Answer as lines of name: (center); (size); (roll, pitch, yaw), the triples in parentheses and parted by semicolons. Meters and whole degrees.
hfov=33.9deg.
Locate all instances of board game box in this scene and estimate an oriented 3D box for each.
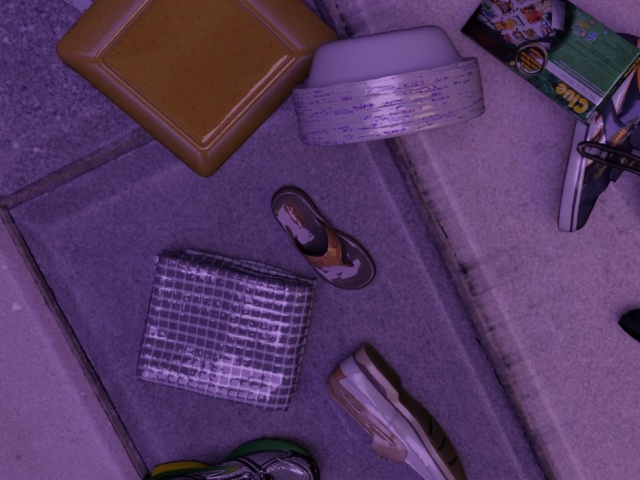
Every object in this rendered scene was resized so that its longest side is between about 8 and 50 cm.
board game box: (0.350, -0.303, 1.606); (0.260, 0.030, 0.136); (44, 103, 25)

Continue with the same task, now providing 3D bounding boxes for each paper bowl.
paper bowl: (0.098, -0.238, 1.576); (0.284, 0.284, 0.148); (-7, 100, 8)

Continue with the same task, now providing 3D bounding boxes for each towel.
towel: (-0.165, 0.149, 1.772); (0.284, 0.121, 0.234); (11, 102, 4)

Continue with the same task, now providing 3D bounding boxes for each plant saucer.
plant saucer: (-0.193, -0.299, 1.655); (0.333, 0.081, 0.333); (41, 104, -20)

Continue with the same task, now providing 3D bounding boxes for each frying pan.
frying pan: (0.551, -0.117, 1.598); (0.326, 0.053, 0.197); (37, 95, -33)

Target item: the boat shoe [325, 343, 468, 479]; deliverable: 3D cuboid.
boat shoe: (0.131, 0.322, 1.785); (0.103, 0.113, 0.302); (-39, 85, 14)

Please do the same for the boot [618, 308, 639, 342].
boot: (0.636, 0.110, 1.688); (0.247, 0.094, 0.207); (27, 83, 26)

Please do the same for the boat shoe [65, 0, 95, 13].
boat shoe: (-0.348, -0.388, 1.713); (0.226, 0.083, 0.076); (37, 131, -2)

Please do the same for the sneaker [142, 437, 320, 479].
sneaker: (-0.164, 0.446, 1.821); (0.344, 0.146, 0.134); (-16, 99, 9)

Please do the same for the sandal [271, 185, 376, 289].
sandal: (0.000, 0.000, 1.752); (0.090, 0.060, 0.219); (-39, 95, 13)

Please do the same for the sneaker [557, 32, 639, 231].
sneaker: (0.453, -0.160, 1.632); (0.128, 0.126, 0.321); (12, 101, 10)
